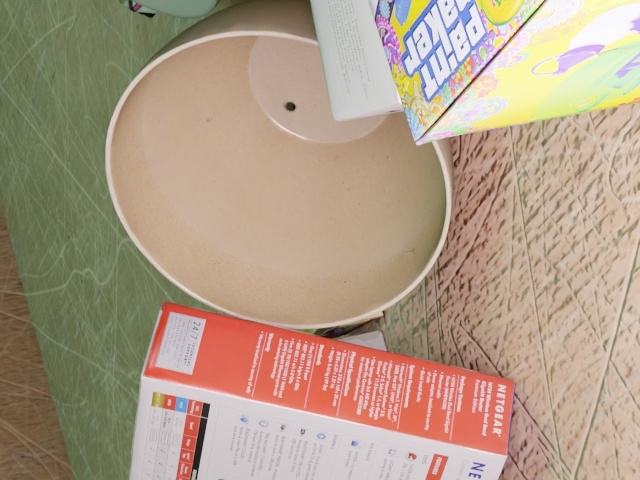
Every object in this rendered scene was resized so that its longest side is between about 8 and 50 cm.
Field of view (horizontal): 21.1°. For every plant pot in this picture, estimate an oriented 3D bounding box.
[{"bbox_3d":[-0.016,-0.095,1.449,0.191,0.284,0.284,-69,-13,-52],"label":"plant pot"}]

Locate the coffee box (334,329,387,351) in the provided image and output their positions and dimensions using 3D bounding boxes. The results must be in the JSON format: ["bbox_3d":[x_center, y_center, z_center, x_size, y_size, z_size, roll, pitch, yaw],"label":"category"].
[{"bbox_3d":[-0.045,0.194,1.751,0.297,0.168,0.119,137,120,-66],"label":"coffee box"}]

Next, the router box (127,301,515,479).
[{"bbox_3d":[-0.016,0.218,1.503,0.335,0.301,0.082,104,178,-48],"label":"router box"}]

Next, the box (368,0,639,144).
[{"bbox_3d":[0.161,-0.223,0.820,0.177,0.290,0.279,132,123,-64],"label":"box"}]

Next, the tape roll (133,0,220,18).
[{"bbox_3d":[-0.241,-0.382,1.759,0.392,0.072,0.392,34,166,10],"label":"tape roll"}]

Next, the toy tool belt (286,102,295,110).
[{"bbox_3d":[-0.039,-0.121,1.754,0.051,0.052,0.083,50,168,-13],"label":"toy tool belt"}]

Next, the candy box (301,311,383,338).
[{"bbox_3d":[0.000,0.000,1.696,0.109,0.053,0.186,144,111,-67],"label":"candy box"}]

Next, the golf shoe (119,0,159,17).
[{"bbox_3d":[-0.180,-0.306,2.011,0.086,0.067,0.186,41,158,-24],"label":"golf shoe"}]

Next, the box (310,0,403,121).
[{"bbox_3d":[0.093,-0.186,1.170,0.119,0.181,0.182,172,87,-70],"label":"box"}]
